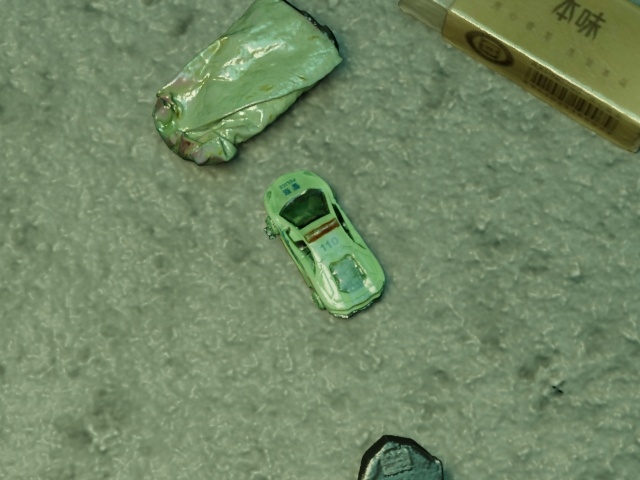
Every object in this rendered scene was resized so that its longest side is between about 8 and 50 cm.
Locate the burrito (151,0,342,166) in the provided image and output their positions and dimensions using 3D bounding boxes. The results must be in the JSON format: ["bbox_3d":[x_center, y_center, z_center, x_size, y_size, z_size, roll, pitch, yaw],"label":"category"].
[{"bbox_3d":[-0.090,-0.181,1.869,0.229,0.089,0.144,-43,64,-15],"label":"burrito"}]

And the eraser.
[{"bbox_3d":[0.273,-0.256,1.911,0.343,0.078,0.144,32,72,9],"label":"eraser"}]

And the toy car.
[{"bbox_3d":[0.000,0.000,1.824,0.093,0.058,0.186,-29,75,-9],"label":"toy car"}]

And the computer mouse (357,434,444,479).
[{"bbox_3d":[0.092,0.294,1.730,0.099,0.057,0.172,-15,84,-9],"label":"computer mouse"}]
